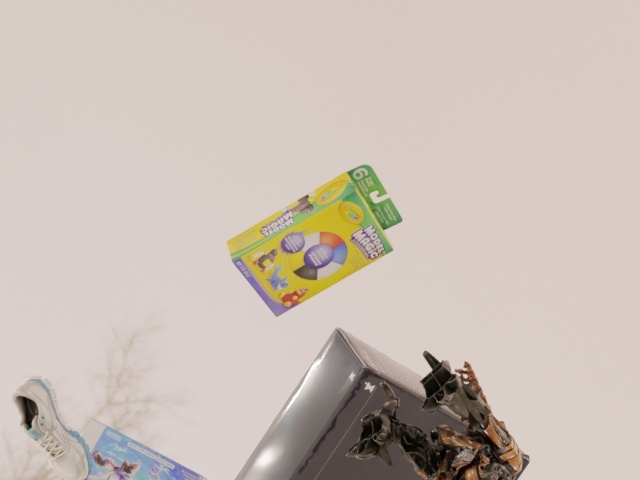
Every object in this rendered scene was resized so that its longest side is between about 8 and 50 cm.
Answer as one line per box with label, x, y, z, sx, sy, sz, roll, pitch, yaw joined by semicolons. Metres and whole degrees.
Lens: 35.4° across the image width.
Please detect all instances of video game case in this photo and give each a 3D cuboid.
video game case;-0.400;0.524;1.996;0.269;0.244;0.061;24;-16;12

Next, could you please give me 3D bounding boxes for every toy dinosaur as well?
toy dinosaur;0.163;0.258;1.191;0.218;0.322;0.164;41;-84;-16

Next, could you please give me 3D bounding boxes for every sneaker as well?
sneaker;-0.440;0.312;1.608;0.071;0.083;0.191;-33;-92;12

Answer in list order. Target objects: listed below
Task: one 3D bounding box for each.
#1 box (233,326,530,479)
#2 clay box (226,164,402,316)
box;0.075;0.364;1.511;0.343;0.312;0.179;-56;-160;4
clay box;0.000;0.000;1.365;0.127;0.222;0.053;54;9;-39
